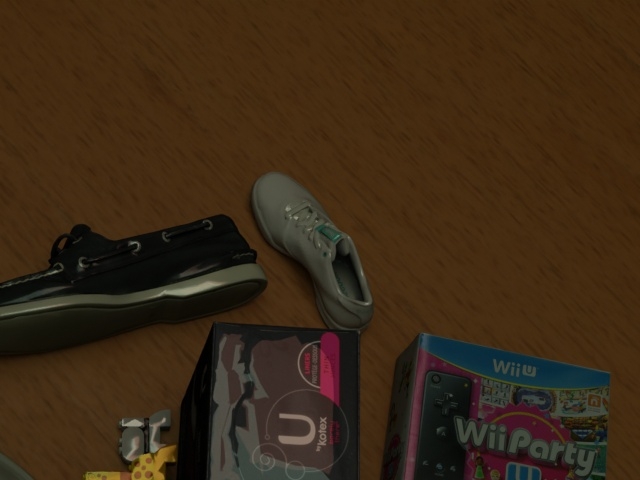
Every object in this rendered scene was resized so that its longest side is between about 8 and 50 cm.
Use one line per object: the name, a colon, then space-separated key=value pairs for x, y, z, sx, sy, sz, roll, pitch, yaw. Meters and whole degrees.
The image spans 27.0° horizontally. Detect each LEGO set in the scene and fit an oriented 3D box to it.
LEGO set: x=-0.192 y=0.271 z=1.331 sx=0.093 sy=0.087 sz=0.227 roll=2 pitch=66 yaw=-12

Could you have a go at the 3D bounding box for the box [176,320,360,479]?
box: x=-0.056 y=0.200 z=1.290 sx=0.143 sy=0.270 sz=0.165 roll=5 pitch=67 yaw=-10

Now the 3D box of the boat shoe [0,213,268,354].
boat shoe: x=-0.228 y=0.034 z=1.404 sx=0.340 sy=0.127 sz=0.113 roll=-12 pitch=69 yaw=-19

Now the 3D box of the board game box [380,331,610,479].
board game box: x=0.179 y=0.271 z=1.410 sx=0.224 sy=0.097 sz=0.303 roll=12 pitch=64 yaw=-8

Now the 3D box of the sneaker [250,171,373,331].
sneaker: x=0.000 y=0.000 z=1.487 sx=0.080 sy=0.094 sz=0.212 roll=-30 pitch=76 yaw=-21

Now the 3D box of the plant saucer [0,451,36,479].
plant saucer: x=-0.390 y=0.349 z=1.204 sx=0.401 sy=0.100 sz=0.400 roll=9 pitch=66 yaw=-21
